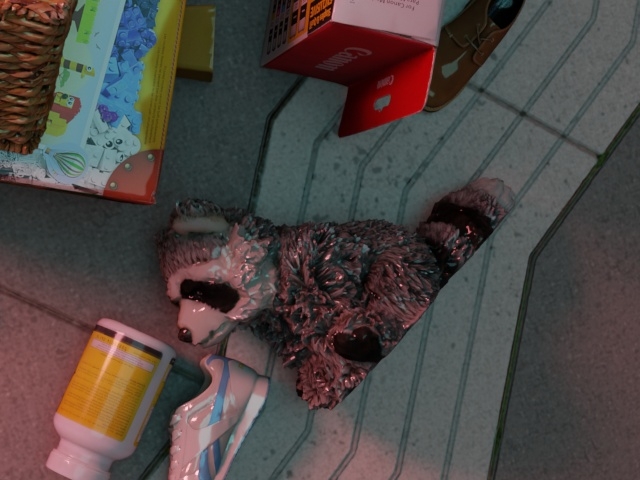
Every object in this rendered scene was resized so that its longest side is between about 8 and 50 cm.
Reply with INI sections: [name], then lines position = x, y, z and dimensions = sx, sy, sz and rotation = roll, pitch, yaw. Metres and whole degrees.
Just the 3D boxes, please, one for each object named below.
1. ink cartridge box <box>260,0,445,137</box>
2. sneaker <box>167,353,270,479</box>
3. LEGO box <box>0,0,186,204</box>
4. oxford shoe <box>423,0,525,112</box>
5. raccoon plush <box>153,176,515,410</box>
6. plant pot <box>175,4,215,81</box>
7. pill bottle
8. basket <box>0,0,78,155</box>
[ink cartridge box]
position = 0.036, -0.275, 1.520
dimensions = 0.130, 0.309, 0.272
rotation = 11, 84, -16
[sneaker]
position = -0.148, 0.248, 1.570
dimensions = 0.092, 0.087, 0.229
rotation = 29, 73, -7
[LEGO box]
position = -0.334, -0.310, 1.410
dimensions = 0.372, 0.193, 0.500
rotation = 8, 89, -16
[oxford shoe]
position = 0.192, -0.257, 1.691
dimensions = 0.076, 0.076, 0.212
rotation = 38, 80, -14
[raccoon plush]
position = 0.000, 0.000, 1.610
dimensions = 0.299, 0.216, 0.446
rotation = 43, 47, 3
[plant pot]
position = -0.170, -0.239, 1.580
dimensions = 0.083, 0.081, 0.081
rotation = 2, 87, -6
[pill bottle]
position = -0.248, 0.191, 1.525
dimensions = 0.103, 0.103, 0.184
rotation = 26, 81, -14
[basket]
position = -0.388, -0.245, 1.247
dimensions = 0.299, 0.223, 0.214
rotation = 9, 56, -15
